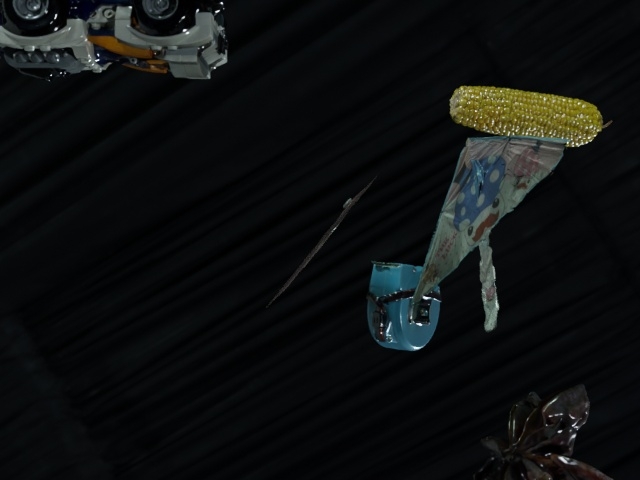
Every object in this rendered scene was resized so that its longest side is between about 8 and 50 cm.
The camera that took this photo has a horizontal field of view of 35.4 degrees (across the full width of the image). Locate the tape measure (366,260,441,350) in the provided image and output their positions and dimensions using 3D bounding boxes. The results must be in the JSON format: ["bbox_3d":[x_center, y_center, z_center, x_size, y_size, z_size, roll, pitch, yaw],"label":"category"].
[{"bbox_3d":[0.120,0.098,1.477,0.146,0.081,0.125,11,83,-53],"label":"tape measure"}]

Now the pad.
[{"bbox_3d":[0.000,0.000,1.200,0.006,0.187,0.113,40,-23,-3],"label":"pad"}]

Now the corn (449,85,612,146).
[{"bbox_3d":[0.401,-0.238,1.932,0.101,0.311,0.101,-174,-90,-84],"label":"corn"}]

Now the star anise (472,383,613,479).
[{"bbox_3d":[0.287,0.311,1.374,0.129,0.212,0.282,35,30,-13],"label":"star anise"}]

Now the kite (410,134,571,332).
[{"bbox_3d":[0.202,-0.024,1.251,0.012,0.335,0.314,19,45,-21],"label":"kite"}]

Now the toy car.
[{"bbox_3d":[-0.262,-0.253,1.229,0.193,0.301,0.118,59,29,-89],"label":"toy car"}]
